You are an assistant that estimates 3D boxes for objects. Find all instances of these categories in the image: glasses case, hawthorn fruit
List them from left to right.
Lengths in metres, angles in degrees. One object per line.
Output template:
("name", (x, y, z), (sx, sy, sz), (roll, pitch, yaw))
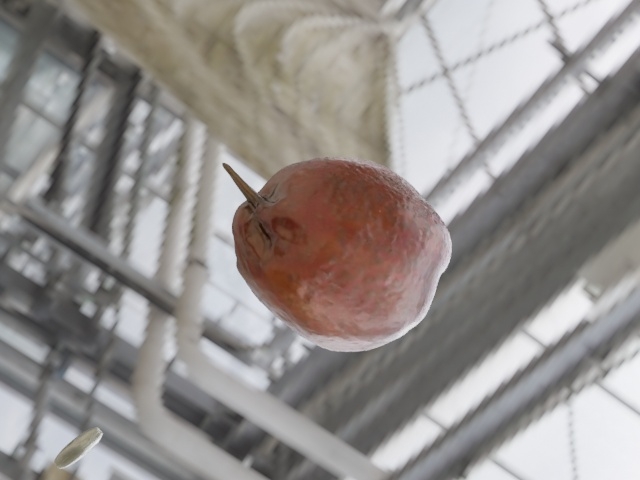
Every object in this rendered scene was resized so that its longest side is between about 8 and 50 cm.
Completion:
("glasses case", (-0.261, 0.224, 1.957), (0.032, 0.021, 0.083), (-43, -177, -40))
("hawthorn fruit", (0.000, 0.000, 1.909), (0.210, 0.262, 0.210), (-40, -143, 39))
